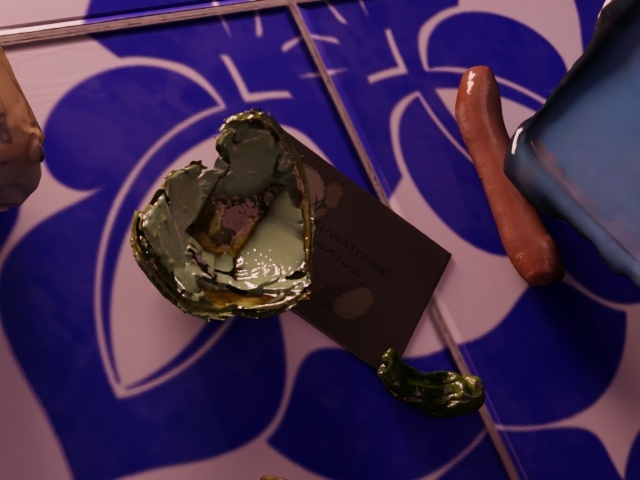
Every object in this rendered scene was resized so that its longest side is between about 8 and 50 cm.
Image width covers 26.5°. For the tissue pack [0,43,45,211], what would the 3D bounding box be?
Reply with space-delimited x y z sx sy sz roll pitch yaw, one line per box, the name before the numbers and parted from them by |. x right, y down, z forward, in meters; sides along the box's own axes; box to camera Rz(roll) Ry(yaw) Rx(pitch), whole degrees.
tissue pack | -0.284 -0.113 0.827 0.186 0.090 0.222 -14 74 -37

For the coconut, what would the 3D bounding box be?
coconut | -0.061 -0.003 0.913 0.158 0.055 0.133 -38 89 -36

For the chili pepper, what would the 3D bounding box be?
chili pepper | 0.078 0.104 0.961 0.091 0.034 0.030 19 24 -21

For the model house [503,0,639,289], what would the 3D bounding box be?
model house | 0.331 -0.068 1.054 0.237 0.215 0.303 48 25 25

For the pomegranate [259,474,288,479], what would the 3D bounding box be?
pomegranate | 0.058 0.235 0.803 0.198 0.246 0.198 -12 105 -52

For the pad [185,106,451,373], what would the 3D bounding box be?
pad | 0.000 0.000 0.984 0.190 0.004 0.127 36 53 -10

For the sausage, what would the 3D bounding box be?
sausage | 0.144 -0.050 1.067 0.043 0.043 0.186 -7 70 -32
